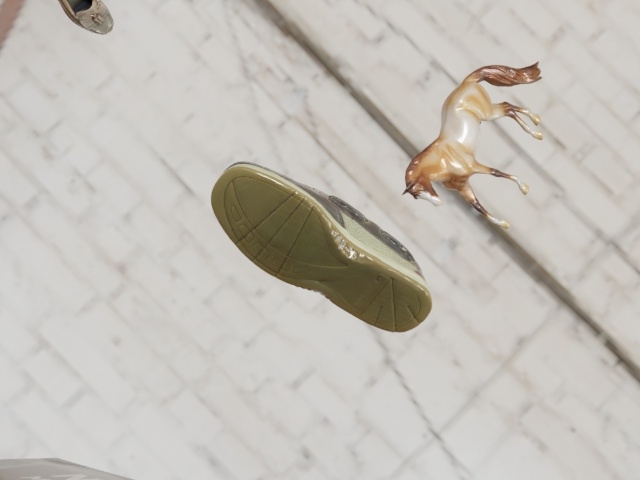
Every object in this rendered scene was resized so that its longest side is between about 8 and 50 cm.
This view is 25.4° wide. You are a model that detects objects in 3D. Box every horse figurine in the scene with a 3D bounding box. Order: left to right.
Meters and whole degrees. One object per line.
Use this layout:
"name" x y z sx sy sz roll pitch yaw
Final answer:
"horse figurine" 0.215 -0.140 1.941 0.174 0.263 0.066 24 -19 -14

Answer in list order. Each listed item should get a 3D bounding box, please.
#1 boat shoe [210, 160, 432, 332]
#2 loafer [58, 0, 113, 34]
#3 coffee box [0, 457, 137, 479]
"boat shoe" 0.001 0.000 1.239 0.223 0.080 0.073 33 24 -16
"loafer" -0.301 -0.297 1.765 0.125 0.045 0.039 46 -2 -38
"coffee box" -0.092 0.205 0.461 0.141 0.246 0.098 6 0 41
